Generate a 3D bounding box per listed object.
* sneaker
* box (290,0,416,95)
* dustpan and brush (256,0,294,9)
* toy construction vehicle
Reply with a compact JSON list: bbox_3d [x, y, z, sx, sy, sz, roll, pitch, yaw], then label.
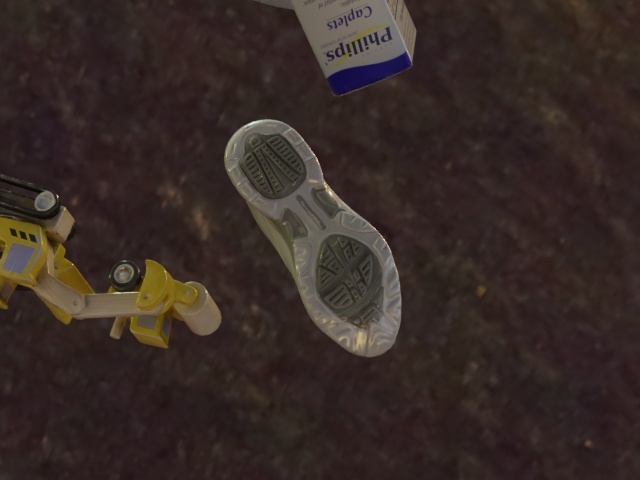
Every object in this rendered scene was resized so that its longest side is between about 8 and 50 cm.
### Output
[{"bbox_3d":[0.000,0.000,1.298,0.090,0.115,0.232,-29,83,-4],"label":"sneaker"},{"bbox_3d":[0.020,-0.204,1.191,0.126,0.072,0.137,-75,141,-68],"label":"box"},{"bbox_3d":[-0.100,-0.311,1.525,0.211,0.147,0.060,5,54,28],"label":"dustpan and brush"},{"bbox_3d":[-0.088,0.015,0.497,0.098,0.086,0.035,17,70,14],"label":"toy construction vehicle"}]
